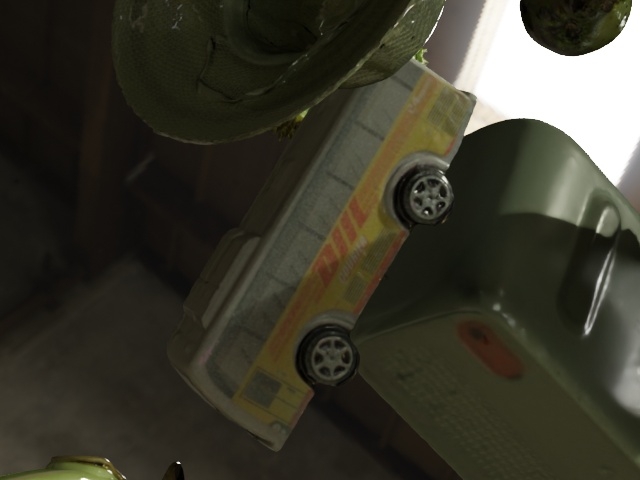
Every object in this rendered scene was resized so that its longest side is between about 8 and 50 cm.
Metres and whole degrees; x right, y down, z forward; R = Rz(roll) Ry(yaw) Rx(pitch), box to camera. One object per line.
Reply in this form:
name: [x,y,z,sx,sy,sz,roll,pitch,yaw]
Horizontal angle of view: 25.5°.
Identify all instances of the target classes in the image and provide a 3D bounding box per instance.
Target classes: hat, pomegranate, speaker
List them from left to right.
hat: [0.008,-0.145,0.785,0.252,0.252,0.110,4,-20,44]
pomegranate: [0.296,-0.301,1.691,0.138,0.125,0.163,-37,-108,40]
speaker: [0.204,0.116,1.094,0.183,0.184,0.406,-22,-59,41]

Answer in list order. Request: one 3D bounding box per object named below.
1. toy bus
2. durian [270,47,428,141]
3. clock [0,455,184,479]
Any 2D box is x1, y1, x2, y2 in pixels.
toy bus: [0.000,0.000,0.932,0.106,0.268,0.092,32,-4,-20]
durian: [0.011,-0.227,1.897,0.200,0.237,0.176,62,-29,5]
clock: [-0.153,0.210,0.834,0.069,0.232,0.170,-9,-86,46]
